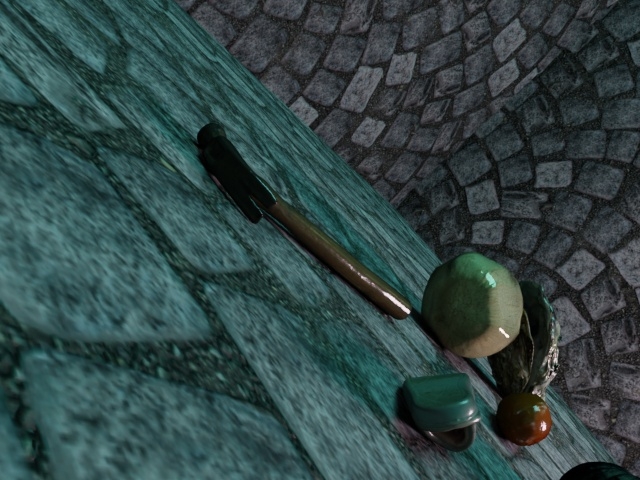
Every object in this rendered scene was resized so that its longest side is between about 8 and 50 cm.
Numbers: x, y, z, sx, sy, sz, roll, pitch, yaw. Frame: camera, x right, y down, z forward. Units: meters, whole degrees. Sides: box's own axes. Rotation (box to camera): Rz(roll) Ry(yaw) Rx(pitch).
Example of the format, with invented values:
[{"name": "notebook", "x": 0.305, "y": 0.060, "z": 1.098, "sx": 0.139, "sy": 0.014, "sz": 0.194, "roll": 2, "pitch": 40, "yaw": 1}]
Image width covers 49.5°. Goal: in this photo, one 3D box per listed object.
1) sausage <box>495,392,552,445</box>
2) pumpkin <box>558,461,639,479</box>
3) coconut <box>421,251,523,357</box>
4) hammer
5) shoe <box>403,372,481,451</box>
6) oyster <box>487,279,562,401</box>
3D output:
[{"name": "sausage", "x": 0.338, "y": 0.297, "z": 1.159, "sx": 0.089, "sy": 0.089, "sz": 0.179, "roll": 49, "pitch": -1, "yaw": 12}, {"name": "pumpkin", "x": 0.399, "y": 0.380, "z": 0.910, "sx": 0.202, "sy": 0.140, "sz": 0.202, "roll": 36, "pitch": -2, "yaw": 1}, {"name": "coconut", "x": 0.299, "y": 0.126, "z": 1.370, "sx": 0.224, "sy": 0.224, "sz": 0.224, "roll": 46, "pitch": 9, "yaw": -9}, {"name": "hammer", "x": 0.000, "y": 0.000, "z": 0.989, "sx": 0.440, "sy": 0.044, "sz": 0.168, "roll": 39, "pitch": 11, "yaw": -39}, {"name": "shoe", "x": 0.133, "y": 0.191, "z": 0.754, "sx": 0.195, "sy": 0.079, "sz": 0.078, "roll": 40, "pitch": 43, "yaw": -82}, {"name": "oyster", "x": 0.439, "y": 0.243, "z": 1.492, "sx": 0.162, "sy": 0.158, "sz": 0.351, "roll": -81, "pitch": 158, "yaw": -61}]
